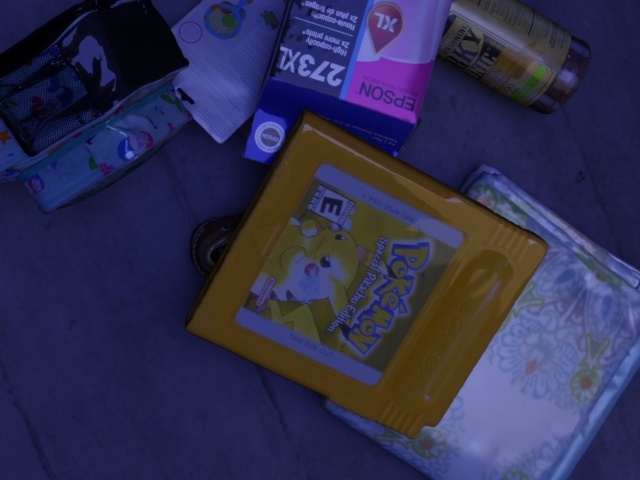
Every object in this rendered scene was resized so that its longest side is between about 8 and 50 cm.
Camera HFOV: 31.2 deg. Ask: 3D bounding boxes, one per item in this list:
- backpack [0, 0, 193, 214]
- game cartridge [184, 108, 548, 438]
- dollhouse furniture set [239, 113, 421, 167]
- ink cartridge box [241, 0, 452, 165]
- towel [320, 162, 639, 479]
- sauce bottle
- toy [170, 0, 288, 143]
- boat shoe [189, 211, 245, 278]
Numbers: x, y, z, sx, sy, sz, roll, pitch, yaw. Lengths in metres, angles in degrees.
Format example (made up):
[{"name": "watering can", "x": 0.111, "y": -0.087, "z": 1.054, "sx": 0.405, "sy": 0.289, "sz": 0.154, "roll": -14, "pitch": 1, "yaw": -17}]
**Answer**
[{"name": "backpack", "x": -0.277, "y": -0.140, "z": 1.231, "sx": 0.254, "sy": 0.225, "sz": 0.191, "roll": -21, "pitch": 103, "yaw": 20}, {"name": "game cartridge", "x": 0.052, "y": 0.049, "z": 1.300, "sx": 0.324, "sy": 0.052, "sz": 0.285, "roll": 27, "pitch": 102, "yaw": -12}, {"name": "dollhouse furniture set", "x": 0.013, "y": -0.146, "z": 1.407, "sx": 0.151, "sy": 0.123, "sz": 0.144, "roll": -35, "pitch": 98, "yaw": 25}, {"name": "ink cartridge box", "x": 0.048, "y": -0.246, "z": 1.290, "sx": 0.176, "sy": 0.069, "sz": 0.370, "roll": 17, "pitch": 89, "yaw": -7}, {"name": "towel", "x": 0.228, "y": 0.135, "z": 1.446, "sx": 0.321, "sy": 0.090, "sz": 0.374, "roll": 35, "pitch": 85, "yaw": -9}, {"name": "sauce bottle", "x": 0.160, "y": -0.274, "z": 1.395, "sx": 0.344, "sy": 0.111, "sz": 0.111, "roll": 27, "pitch": 87, "yaw": -11}, {"name": "toy", "x": -0.087, "y": -0.236, "z": 1.363, "sx": 0.137, "sy": 0.056, "sz": 0.237, "roll": 44, "pitch": 77, "yaw": -1}, {"name": "boat shoe", "x": 0.000, "y": 0.000, "z": 1.373, "sx": 0.307, "sy": 0.104, "sz": 0.110, "roll": -14, "pitch": 96, "yaw": -12}]
